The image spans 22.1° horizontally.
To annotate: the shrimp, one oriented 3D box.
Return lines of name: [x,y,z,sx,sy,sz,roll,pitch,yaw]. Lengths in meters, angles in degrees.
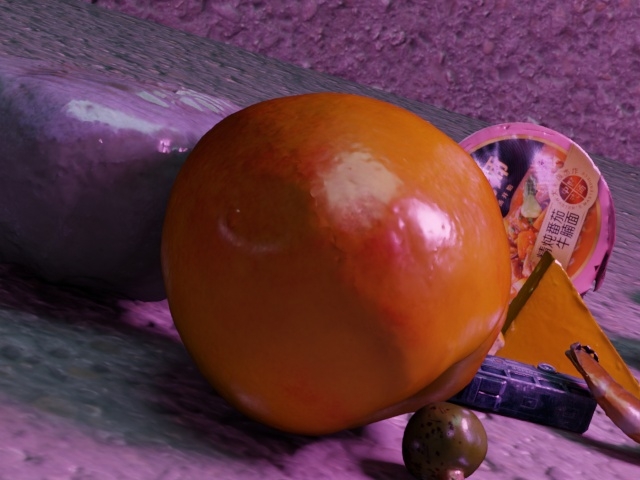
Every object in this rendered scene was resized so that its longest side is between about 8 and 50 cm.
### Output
shrimp: [0.314,0.155,1.597,0.166,0.049,0.161,41,25,17]

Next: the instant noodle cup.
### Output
instant noodle cup: [0.238,-0.031,2.065,0.244,0.244,0.255,16,4,0]

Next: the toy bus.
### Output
toy bus: [0.184,0.142,1.588,0.166,0.047,0.065,14,16,-10]

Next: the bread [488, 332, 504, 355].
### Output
bread: [0.091,0.059,1.644,0.125,0.068,0.188,38,5,41]

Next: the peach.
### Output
peach: [-0.002,0.009,1.364,0.289,0.289,0.308,-4,58,-57]

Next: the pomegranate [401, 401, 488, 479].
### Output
pomegranate: [0.097,0.173,1.320,0.073,0.085,0.073,14,-19,5]

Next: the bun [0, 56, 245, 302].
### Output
bun: [-0.205,-0.060,1.609,0.361,0.211,0.362,9,10,-2]

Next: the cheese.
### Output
cheese: [0.284,0.114,1.783,0.171,0.126,0.093,34,6,-1]
